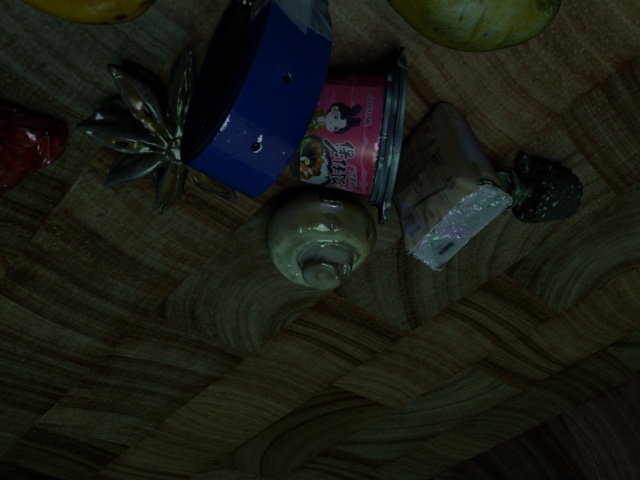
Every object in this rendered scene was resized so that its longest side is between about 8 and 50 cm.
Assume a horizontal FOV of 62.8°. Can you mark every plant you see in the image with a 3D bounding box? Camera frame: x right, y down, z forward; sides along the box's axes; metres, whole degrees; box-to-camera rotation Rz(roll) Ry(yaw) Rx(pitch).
[{"bbox_3d":[0.454,-0.108,1.132,0.203,0.131,0.143,3,135,-27],"label":"plant"}]

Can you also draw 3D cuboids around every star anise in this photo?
[{"bbox_3d":[-0.254,-0.188,0.931,0.331,0.118,0.332,-10,131,-12],"label":"star anise"}]

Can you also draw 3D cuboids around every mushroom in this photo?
[{"bbox_3d":[0.000,0.000,1.121,0.254,0.184,0.255,3,142,2],"label":"mushroom"}]

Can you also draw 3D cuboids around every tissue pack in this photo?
[{"bbox_3d":[0.222,-0.107,1.000,0.122,0.257,0.215,18,130,-30],"label":"tissue pack"}]

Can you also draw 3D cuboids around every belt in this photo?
[{"bbox_3d":[-0.093,-0.239,0.755,0.117,0.347,0.212,26,150,-31],"label":"belt"}]

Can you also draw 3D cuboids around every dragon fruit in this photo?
[{"bbox_3d":[-0.594,-0.176,0.855,0.329,0.302,0.241,-10,105,-23],"label":"dragon fruit"}]

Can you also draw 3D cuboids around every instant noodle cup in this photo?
[{"bbox_3d":[0.043,-0.189,0.916,0.181,0.303,0.258,6,166,2],"label":"instant noodle cup"}]

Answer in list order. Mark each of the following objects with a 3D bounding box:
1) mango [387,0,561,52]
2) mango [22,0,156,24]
[{"bbox_3d":[0.230,-0.390,0.803,0.329,0.176,0.176,7,168,-44],"label":"mango"},{"bbox_3d":[-0.333,-0.388,0.692,0.289,0.160,0.191,5,142,-10],"label":"mango"}]
